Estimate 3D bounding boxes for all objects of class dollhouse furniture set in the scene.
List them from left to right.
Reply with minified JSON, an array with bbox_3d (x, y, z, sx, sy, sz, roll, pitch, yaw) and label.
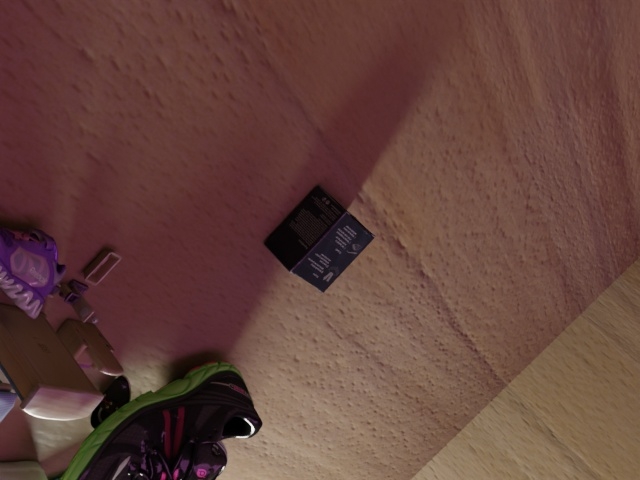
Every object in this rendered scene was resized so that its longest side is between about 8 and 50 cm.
[{"bbox_3d":[-0.494,0.286,1.498,0.303,0.198,0.286,-49,149,9],"label":"dollhouse furniture set"},{"bbox_3d":[-0.363,0.071,1.506,0.114,0.081,0.091,-46,150,3],"label":"dollhouse furniture set"}]

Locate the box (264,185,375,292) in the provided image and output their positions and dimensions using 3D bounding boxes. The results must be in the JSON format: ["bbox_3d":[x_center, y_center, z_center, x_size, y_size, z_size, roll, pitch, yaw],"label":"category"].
[{"bbox_3d":[0.000,0.000,1.844,0.158,0.093,0.156,-47,150,3],"label":"box"}]

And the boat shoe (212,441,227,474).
[{"bbox_3d":[-0.279,0.481,2.070,0.121,0.119,0.335,-43,150,-3],"label":"boat shoe"}]

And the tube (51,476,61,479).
[{"bbox_3d":[-0.539,0.499,1.856,0.207,0.052,0.080,-10,134,-36],"label":"tube"}]

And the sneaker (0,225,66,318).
[{"bbox_3d":[-0.434,0.017,1.357,0.104,0.095,0.236,-43,155,-15],"label":"sneaker"}]

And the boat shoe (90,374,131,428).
[{"bbox_3d":[-0.395,0.308,1.789,0.042,0.049,0.133,-16,144,-52],"label":"boat shoe"}]

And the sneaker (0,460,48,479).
[{"bbox_3d":[-0.590,0.460,1.671,0.290,0.123,0.106,7,124,-52],"label":"sneaker"}]

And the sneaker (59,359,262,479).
[{"bbox_3d":[-0.293,0.396,1.802,0.482,0.202,0.185,-28,160,-41],"label":"sneaker"}]
